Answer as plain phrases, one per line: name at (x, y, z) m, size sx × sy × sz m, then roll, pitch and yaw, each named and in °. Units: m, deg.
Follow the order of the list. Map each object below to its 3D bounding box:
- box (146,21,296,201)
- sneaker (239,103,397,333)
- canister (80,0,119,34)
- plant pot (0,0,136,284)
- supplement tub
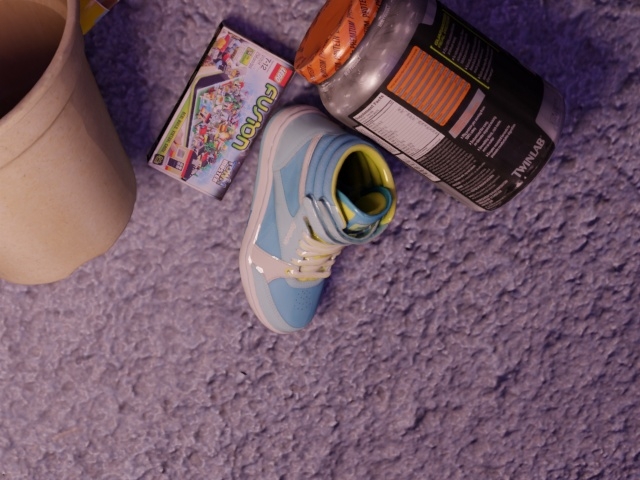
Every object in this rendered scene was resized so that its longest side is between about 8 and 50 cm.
box at (-0.129, -0.167, 1.519) m, size 0.114 × 0.036 × 0.207 m, roll 27°, pitch 104°, yaw -17°
sneaker at (0.000, 0.000, 1.499) m, size 0.127 × 0.208 × 0.319 m, roll -10°, pitch 114°, yaw -34°
canister at (-0.247, -0.333, 1.394) m, size 0.170 × 0.126 × 0.073 m, roll -42°, pitch 112°, yaw 9°
plant pot at (-0.370, -0.119, 1.340) m, size 0.333 × 0.334 × 0.305 m, roll -25°, pitch 143°, yaw 1°
supplement tub at (0.136, -0.191, 1.469) m, size 0.316 × 0.193 × 0.194 m, roll 33°, pitch 102°, yaw -18°
